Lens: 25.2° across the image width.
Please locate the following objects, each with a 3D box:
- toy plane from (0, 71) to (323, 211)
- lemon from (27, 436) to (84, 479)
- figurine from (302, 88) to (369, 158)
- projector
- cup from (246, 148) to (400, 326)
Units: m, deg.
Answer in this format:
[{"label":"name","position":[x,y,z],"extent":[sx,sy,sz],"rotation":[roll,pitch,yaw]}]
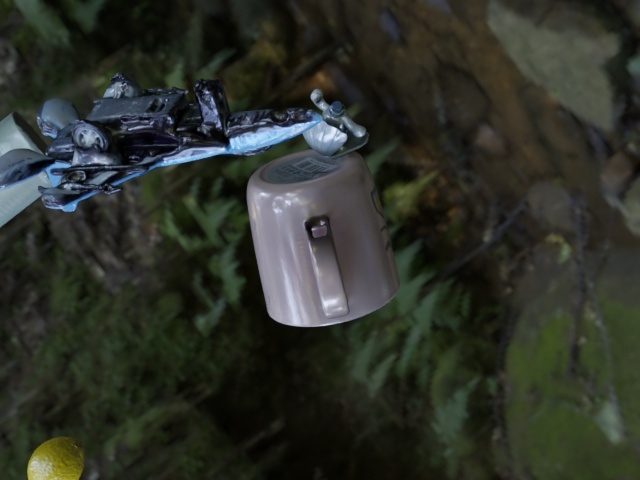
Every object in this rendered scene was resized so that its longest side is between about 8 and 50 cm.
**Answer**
[{"label":"toy plane","position":[-0.116,-0.082,1.056],"extent":[0.246,0.169,0.078],"rotation":[-12,120,26]},{"label":"lemon","position":[-0.323,0.277,1.742],"extent":[0.065,0.092,0.065],"rotation":[39,-176,-4]},{"label":"figurine","position":[0.019,-0.153,1.921],"extent":[0.094,0.082,0.086],"rotation":[20,149,35]},{"label":"projector","position":[-0.480,-0.020,1.794],"extent":[0.108,0.337,0.108],"rotation":[52,-177,-3]},{"label":"cup","position":[0.000,0.000,1.956],"extent":[0.253,0.192,0.200],"rotation":[-98,-5,-68]}]
